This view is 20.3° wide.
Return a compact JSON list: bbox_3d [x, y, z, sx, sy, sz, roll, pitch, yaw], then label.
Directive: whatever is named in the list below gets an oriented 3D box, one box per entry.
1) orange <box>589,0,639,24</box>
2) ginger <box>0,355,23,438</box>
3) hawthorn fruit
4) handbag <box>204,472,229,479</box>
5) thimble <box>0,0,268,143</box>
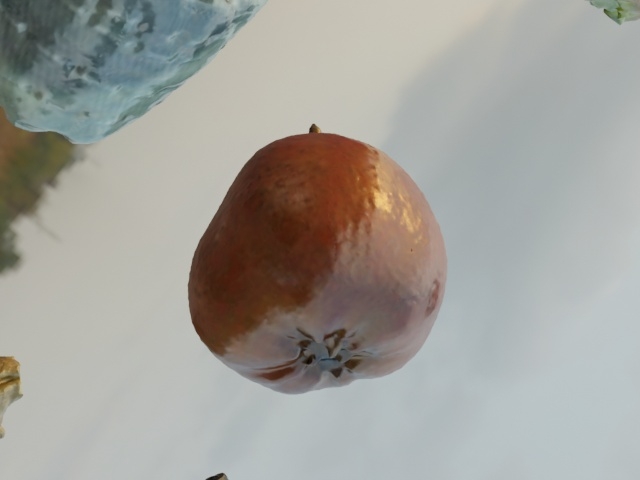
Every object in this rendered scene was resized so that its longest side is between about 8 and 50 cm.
[{"bbox_3d":[0.116,-0.232,0.889,0.158,0.237,0.179,-50,174,35],"label":"orange"},{"bbox_3d":[-0.367,0.192,1.703,0.205,0.115,0.081,-24,161,0],"label":"ginger"},{"bbox_3d":[0.000,0.000,1.365,0.196,0.197,0.225,-41,-141,47],"label":"hawthorn fruit"},{"bbox_3d":[-0.118,0.276,0.980,0.118,0.269,0.326,-14,159,-43],"label":"handbag"},{"bbox_3d":[-0.145,-0.190,1.130,0.172,0.205,0.250,-41,-136,35],"label":"thimble"}]
